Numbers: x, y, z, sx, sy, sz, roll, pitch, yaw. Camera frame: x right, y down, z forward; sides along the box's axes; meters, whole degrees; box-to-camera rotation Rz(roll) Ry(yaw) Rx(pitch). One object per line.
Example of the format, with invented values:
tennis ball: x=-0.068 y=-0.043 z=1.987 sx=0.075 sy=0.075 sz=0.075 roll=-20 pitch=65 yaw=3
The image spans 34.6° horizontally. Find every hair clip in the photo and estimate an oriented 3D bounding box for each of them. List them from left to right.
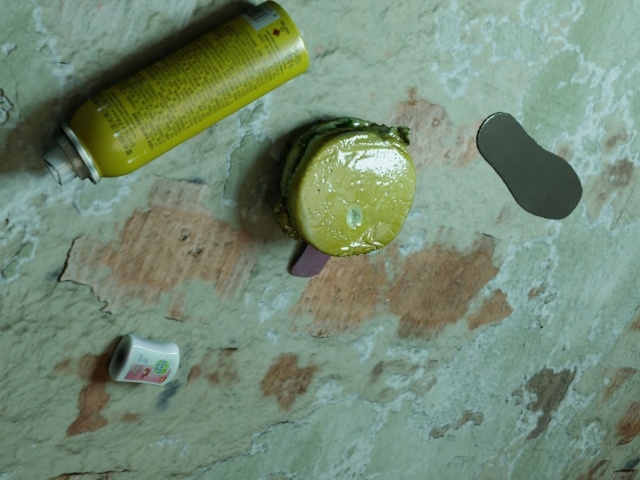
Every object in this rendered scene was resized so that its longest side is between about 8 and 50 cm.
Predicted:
hair clip: x=0.001 y=0.000 z=1.574 sx=0.054 sy=0.022 sz=0.137 roll=15 pitch=109 yaw=-36

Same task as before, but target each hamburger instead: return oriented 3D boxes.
hamburger: x=0.029 y=-0.081 z=1.476 sx=0.215 sy=0.122 sz=0.189 roll=-15 pitch=120 yaw=-21

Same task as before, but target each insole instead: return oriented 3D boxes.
insole: x=0.359 y=-0.120 z=1.753 sx=0.111 sy=0.007 sz=0.328 roll=-52 pitch=133 yaw=4

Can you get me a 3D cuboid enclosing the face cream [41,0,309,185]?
face cream: x=-0.184 y=-0.173 z=1.279 sx=0.348 sy=0.105 sz=0.105 roll=-32 pitch=132 yaw=-14

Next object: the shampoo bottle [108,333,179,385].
shampoo bottle: x=-0.252 y=0.178 z=1.501 sx=0.099 sy=0.043 sz=0.072 roll=16 pitch=108 yaw=-40
